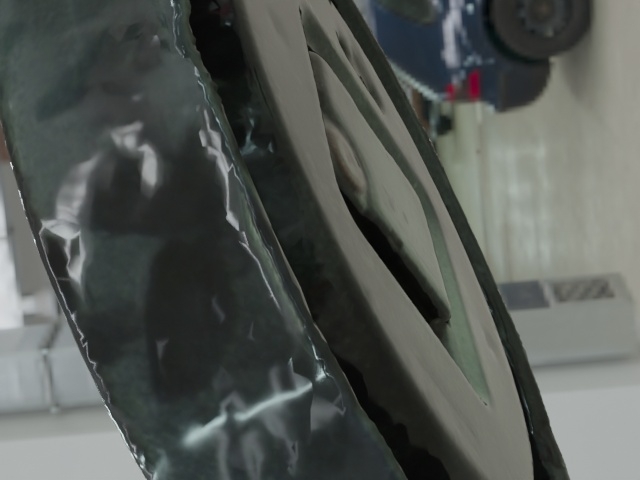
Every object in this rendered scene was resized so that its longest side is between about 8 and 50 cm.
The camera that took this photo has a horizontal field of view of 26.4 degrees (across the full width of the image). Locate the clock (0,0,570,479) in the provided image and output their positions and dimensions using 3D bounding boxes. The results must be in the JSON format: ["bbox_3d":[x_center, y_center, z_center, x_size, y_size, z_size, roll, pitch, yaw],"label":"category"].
[{"bbox_3d":[0.000,0.000,0.561,0.386,0.076,0.386,59,-166,-25],"label":"clock"}]
